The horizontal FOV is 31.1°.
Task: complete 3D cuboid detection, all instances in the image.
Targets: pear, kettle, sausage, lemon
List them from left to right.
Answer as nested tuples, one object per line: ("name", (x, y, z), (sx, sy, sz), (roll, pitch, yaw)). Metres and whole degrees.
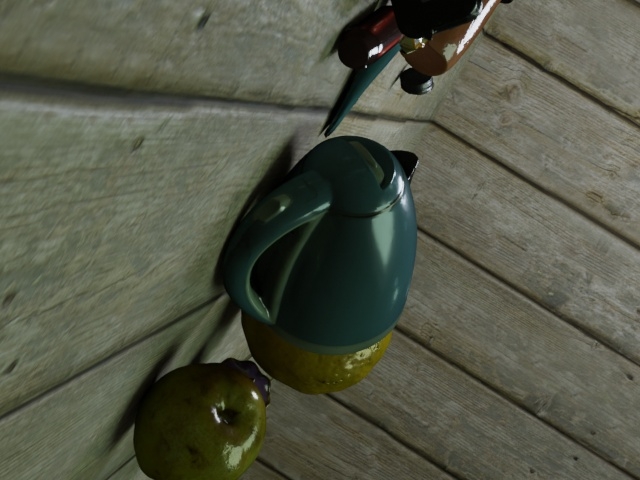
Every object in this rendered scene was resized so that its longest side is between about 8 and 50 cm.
("pear", (-0.174, 0.271, 1.669), (0.200, 0.200, 0.200), (-57, 174, -9))
("lemon", (-0.006, 0.133, 2.001), (0.293, 0.293, 0.293), (-57, 174, -9))
("kettle", (0.000, 0.000, 1.686), (0.319, 0.247, 0.342), (-28, 153, -23))
("sausage", (0.237, -0.411, 1.917), (0.304, 0.121, 0.121), (-55, 174, -24))

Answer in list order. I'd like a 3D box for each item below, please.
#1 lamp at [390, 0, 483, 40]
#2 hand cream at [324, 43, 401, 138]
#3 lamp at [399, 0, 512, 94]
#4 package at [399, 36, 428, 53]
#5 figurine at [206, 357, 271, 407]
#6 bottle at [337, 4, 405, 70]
("lamp", (0.219, -0.367, 1.564), (0.203, 0.125, 0.283), (-16, -165, 26))
("hand cream", (0.069, -0.252, 1.755), (0.224, 0.048, 0.083), (-56, 180, 38))
("lamp", (0.268, -0.447, 2.346), (0.371, 0.130, 0.109), (-41, 144, -27))
("package", (0.132, -0.331, 1.655), (0.108, 0.031, 0.121), (-50, 137, -60))
("figurine", (-0.176, 0.292, 1.991), (0.189, 0.142, 0.263), (-18, 160, -23))
("bottle", (0.069, -0.272, 1.540), (0.060, 0.060, 0.164), (-61, 173, 31))
